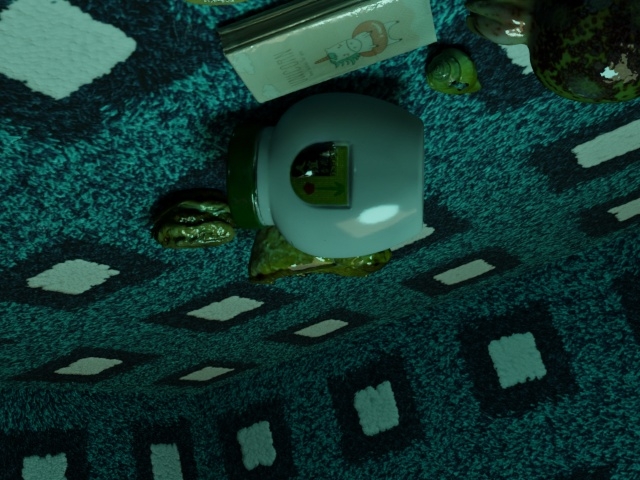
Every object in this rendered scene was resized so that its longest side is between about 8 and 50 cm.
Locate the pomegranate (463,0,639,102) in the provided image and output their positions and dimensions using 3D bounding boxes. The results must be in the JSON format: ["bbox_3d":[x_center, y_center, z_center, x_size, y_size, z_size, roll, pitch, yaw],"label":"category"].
[{"bbox_3d":[0.400,-0.357,1.130,0.341,0.284,0.285,10,162,11],"label":"pomegranate"}]

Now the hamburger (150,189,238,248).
[{"bbox_3d":[-0.289,-0.044,1.642,0.183,0.129,0.206,0,174,-29],"label":"hamburger"}]

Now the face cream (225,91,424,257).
[{"bbox_3d":[0.018,-0.123,1.359,0.357,0.312,0.219,1,-175,9],"label":"face cream"}]

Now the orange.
[{"bbox_3d":[0.000,0.000,1.770,0.369,0.210,0.271,0,178,-30],"label":"orange"}]

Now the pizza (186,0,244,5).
[{"bbox_3d":[-0.134,-0.375,0.984,0.178,0.041,0.131,-1,154,-31],"label":"pizza"}]

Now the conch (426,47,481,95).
[{"bbox_3d":[0.249,-0.314,1.351,0.095,0.079,0.201,-1,172,18],"label":"conch"}]

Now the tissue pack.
[{"bbox_3d":[0.016,-0.331,1.149,0.326,0.071,0.170,-18,161,9],"label":"tissue pack"}]
